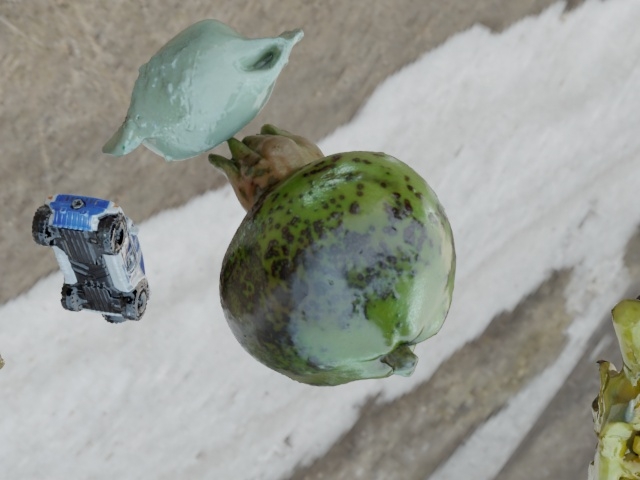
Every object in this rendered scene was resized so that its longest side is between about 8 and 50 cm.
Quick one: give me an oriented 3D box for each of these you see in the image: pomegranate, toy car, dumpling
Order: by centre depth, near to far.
[{"bbox_3d":[0.009,0.006,1.202,0.222,0.276,0.204,-40,121,11],"label":"pomegranate"},{"bbox_3d":[-0.117,-0.151,1.223,0.219,0.153,0.108,-28,122,2],"label":"dumpling"},{"bbox_3d":[-0.210,0.017,1.241,0.171,0.080,0.070,80,21,-51],"label":"toy car"}]

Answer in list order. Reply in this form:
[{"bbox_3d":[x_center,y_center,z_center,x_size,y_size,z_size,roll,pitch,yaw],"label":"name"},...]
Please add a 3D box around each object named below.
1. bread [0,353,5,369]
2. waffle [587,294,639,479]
[{"bbox_3d":[-0.329,0.021,0.959,0.142,0.195,0.270,-24,143,-15],"label":"bread"},{"bbox_3d":[0.249,0.091,0.663,0.280,0.262,0.060,-36,-154,33],"label":"waffle"}]
